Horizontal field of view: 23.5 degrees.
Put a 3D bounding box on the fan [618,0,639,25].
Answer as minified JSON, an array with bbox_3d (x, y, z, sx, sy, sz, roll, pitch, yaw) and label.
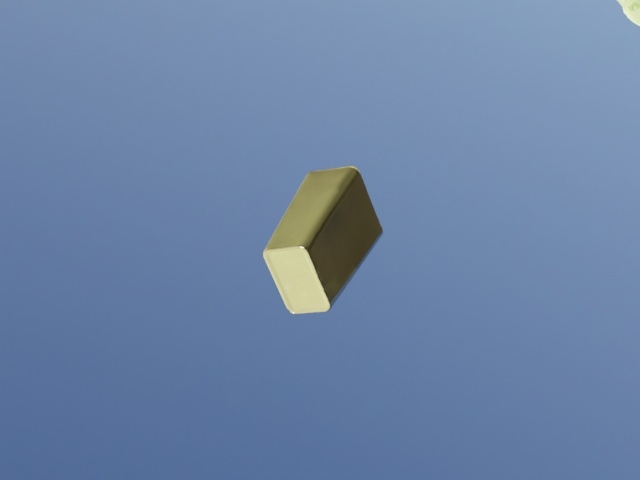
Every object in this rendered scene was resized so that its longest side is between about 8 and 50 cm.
[{"bbox_3d":[0.299,-0.197,1.196,0.009,0.131,0.240,-32,-174,-20],"label":"fan"}]

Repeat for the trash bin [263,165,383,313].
[{"bbox_3d":[0.000,0.000,1.051,0.043,0.061,0.092,-5,-148,31],"label":"trash bin"}]
